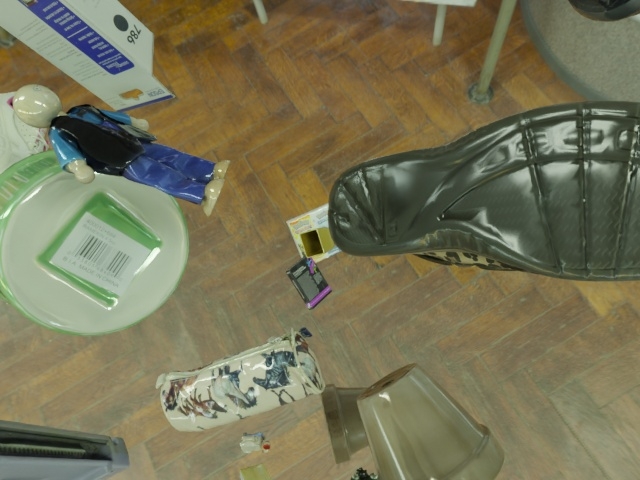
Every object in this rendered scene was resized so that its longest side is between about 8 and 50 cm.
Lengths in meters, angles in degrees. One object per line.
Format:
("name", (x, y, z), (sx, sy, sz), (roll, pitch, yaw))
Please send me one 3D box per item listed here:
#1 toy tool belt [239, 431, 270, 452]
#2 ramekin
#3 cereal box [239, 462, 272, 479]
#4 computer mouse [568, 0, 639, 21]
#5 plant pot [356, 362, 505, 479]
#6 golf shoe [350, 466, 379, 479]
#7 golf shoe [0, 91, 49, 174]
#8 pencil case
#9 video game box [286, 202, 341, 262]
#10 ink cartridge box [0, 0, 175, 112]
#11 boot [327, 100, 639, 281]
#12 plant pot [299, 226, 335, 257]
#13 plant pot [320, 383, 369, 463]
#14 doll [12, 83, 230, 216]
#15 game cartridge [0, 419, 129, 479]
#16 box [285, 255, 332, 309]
("toy tool belt", (-0.175, 0.542, 1.165), (0.083, 0.052, 0.051), (-5, 29, 5))
("ramekin", (-0.366, 0.004, 0.692), (0.148, 0.303, 0.303), (14, 71, 48))
("cereal box", (-0.082, 0.507, 0.663), (0.047, 0.173, 0.240), (-2, 100, -27))
("computer mouse", (0.262, -0.232, 0.248), (0.072, 0.272, 0.189), (-12, 91, -10))
("plant pot", (0.243, 0.482, 1.086), (0.323, 0.323, 0.280), (-30, 79, -2))
("golf shoe", (0.087, 0.805, 1.301), (0.105, 0.272, 0.120), (7, 92, 42))
("golf shoe", (-0.581, -0.171, 0.817), (0.140, 0.115, 0.306), (-29, 76, -24))
("pencil case", (-0.204, 0.352, 1.081), (0.410, 0.160, 0.184), (-21, 102, 10))
("video game box", (0.001, -0.026, 1.599), (0.205, 0.048, 0.187), (-25, 104, -11))
("ink cartridge box", (-0.362, -0.312, 0.581), (0.165, 0.332, 0.065), (1, 65, 35))
("boot", (0.230, -0.028, 0.467), (0.377, 0.284, 0.138), (-4, 84, 43))
("plant pot", (0.000, 0.000, 1.330), (0.081, 0.083, 0.081), (-16, 92, 45))
("plant pot", (0.132, 0.617, 1.502), (0.229, 0.263, 0.263), (-13, 70, -1))
("doll", (-0.183, -0.088, 0.402), (0.189, 0.046, 0.129), (22, 34, -17))
("game cartridge", (-0.389, 0.273, 0.447), (0.230, 0.355, 0.068), (-29, 64, -11))
("box", (-0.039, 0.141, 1.481), (0.116, 0.029, 0.162), (-37, 101, -41))
